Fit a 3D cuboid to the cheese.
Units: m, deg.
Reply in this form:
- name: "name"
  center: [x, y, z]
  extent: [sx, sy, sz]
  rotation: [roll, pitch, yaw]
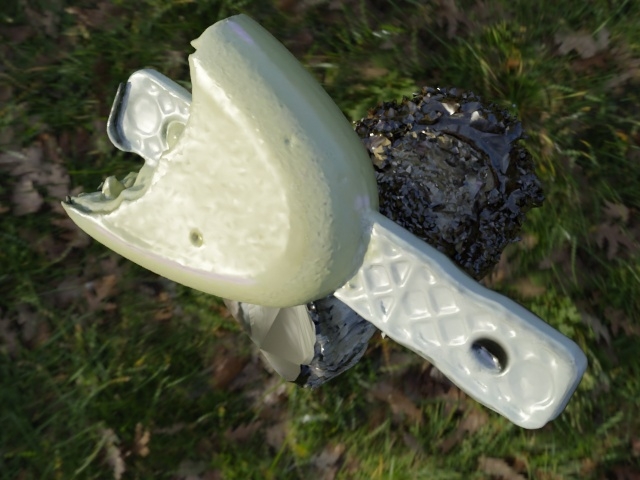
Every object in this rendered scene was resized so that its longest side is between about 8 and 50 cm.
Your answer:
- name: "cheese"
  center: [0.000, 0.000, 0.481]
  extent: [0.235, 0.050, 0.127]
  rotation: [36, 122, 17]

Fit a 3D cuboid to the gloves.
- name: "gloves"
  center: [0.053, -0.017, 1.006]
  extent: [0.312, 0.135, 0.210]
  rotation: [-25, 48, -23]
